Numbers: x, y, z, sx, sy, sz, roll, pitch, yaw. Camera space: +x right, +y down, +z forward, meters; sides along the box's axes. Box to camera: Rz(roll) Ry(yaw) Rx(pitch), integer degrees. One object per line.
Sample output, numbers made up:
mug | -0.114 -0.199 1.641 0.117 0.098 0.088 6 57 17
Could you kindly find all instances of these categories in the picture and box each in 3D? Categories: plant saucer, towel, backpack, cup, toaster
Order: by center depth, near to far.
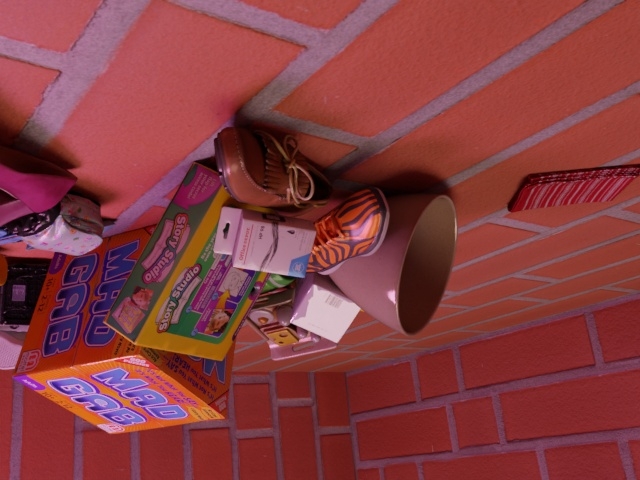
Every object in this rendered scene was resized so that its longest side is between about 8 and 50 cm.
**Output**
backpack | -0.534 -0.040 1.425 0.152 0.115 0.182 -17 161 24
plant saucer | -0.557 -0.014 1.548 0.067 0.018 0.192 -24 176 44
cup | 0.148 0.032 1.619 0.237 0.330 0.331 15 173 29
towel | 0.604 -0.119 1.671 0.275 0.031 0.199 -6 162 -1
toaster | -0.754 0.139 1.809 0.168 0.185 0.110 4 170 -29

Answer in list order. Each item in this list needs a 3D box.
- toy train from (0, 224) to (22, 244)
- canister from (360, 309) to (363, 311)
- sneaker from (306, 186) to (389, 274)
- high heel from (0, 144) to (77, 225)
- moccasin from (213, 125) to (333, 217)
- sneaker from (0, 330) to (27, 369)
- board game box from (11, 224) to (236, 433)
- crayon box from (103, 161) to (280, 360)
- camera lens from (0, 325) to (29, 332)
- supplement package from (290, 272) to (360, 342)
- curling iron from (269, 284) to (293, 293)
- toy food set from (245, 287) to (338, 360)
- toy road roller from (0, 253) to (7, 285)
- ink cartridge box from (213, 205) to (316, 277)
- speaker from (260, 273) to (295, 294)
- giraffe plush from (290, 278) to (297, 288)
toy train | -0.706 -0.025 1.479 0.184 0.080 0.105 -13 166 18
canister | 0.157 0.111 1.998 0.126 0.169 0.073 -13 160 22
sneaker | 0.000 0.000 1.434 0.180 0.124 0.321 -7 155 -35
high heel | -0.527 -0.163 1.150 0.181 0.127 0.377 -34 164 -22
moccasin | -0.075 -0.122 1.282 0.147 0.139 0.380 -13 161 18
sneaker | -0.744 0.273 1.796 0.256 0.094 0.151 7 -170 20
board game box | -0.452 0.229 1.718 0.357 0.356 0.356 -13 140 20
crayon box | -0.237 0.059 1.459 0.106 0.362 0.313 27 177 29
camera lens | -0.818 0.242 1.954 0.275 0.219 0.219 12 157 -16
supplement package | 0.019 0.119 1.778 0.139 0.244 0.133 25 118 -11
curling iron | -0.219 0.169 2.265 0.274 0.035 0.068 0 161 -17
toy food set | -0.111 0.252 1.977 0.220 0.092 0.306 -16 140 20
toy road roller | -0.889 0.112 1.568 0.203 0.240 0.329 -9 161 10
ink cartridge box | -0.109 0.003 1.336 0.180 0.104 0.060 9 -159 -14
speaker | -0.205 0.097 1.916 0.297 0.131 0.131 -20 157 35
giraffe plush | -0.020 0.160 2.087 0.211 0.170 0.181 -2 161 -10
